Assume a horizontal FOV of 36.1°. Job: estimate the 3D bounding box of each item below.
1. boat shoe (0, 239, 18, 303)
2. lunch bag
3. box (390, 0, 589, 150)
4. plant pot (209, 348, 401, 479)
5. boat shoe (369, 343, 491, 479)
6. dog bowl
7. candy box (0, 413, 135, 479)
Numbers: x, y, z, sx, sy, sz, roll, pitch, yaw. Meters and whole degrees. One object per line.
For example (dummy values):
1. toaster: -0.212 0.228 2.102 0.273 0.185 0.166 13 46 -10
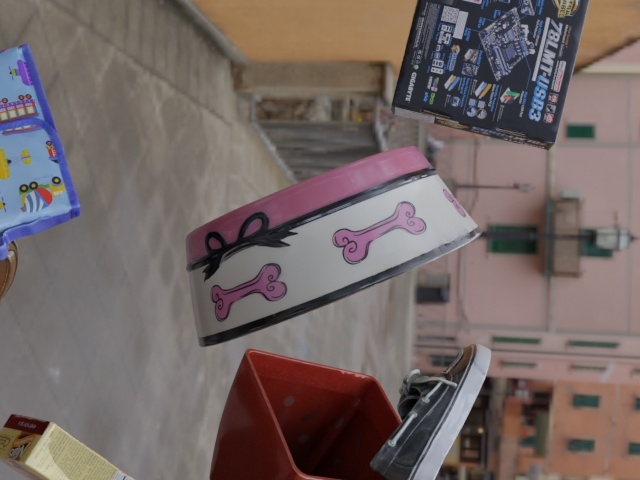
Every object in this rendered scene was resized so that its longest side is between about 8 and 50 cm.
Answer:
1. boat shoe: -0.483 0.102 1.326 0.307 0.111 0.104 -49 -136 38
2. lunch bag: -0.441 -0.089 1.251 0.138 0.221 0.293 99 -29 -52
3. box: 0.299 -0.335 1.729 0.073 0.293 0.295 64 40 -85
4. plant pot: -0.025 0.363 1.534 0.235 0.267 0.267 -58 -144 23
5. boat shoe: 0.159 0.242 1.432 0.306 0.105 0.113 -52 167 -43
6. dog bowl: 0.000 0.000 1.328 0.408 0.408 0.150 -19 87 -81
7. candy box: -0.413 0.429 1.735 0.316 0.183 0.087 44 63 -28
